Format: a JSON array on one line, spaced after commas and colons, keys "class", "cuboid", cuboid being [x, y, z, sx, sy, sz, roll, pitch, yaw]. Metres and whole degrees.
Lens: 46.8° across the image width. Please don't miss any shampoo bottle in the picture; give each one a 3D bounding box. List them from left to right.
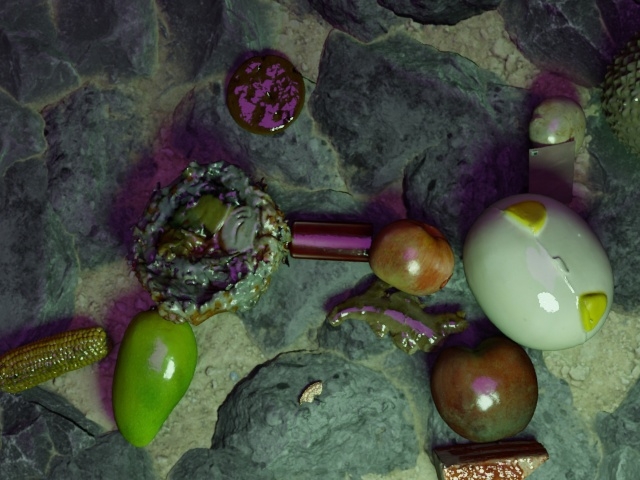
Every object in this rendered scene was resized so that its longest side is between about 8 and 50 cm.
[{"class": "shampoo bottle", "cuboid": [0.000, 0.000, 1.858, 0.261, 0.064, 0.102, 2, 85, 3]}]

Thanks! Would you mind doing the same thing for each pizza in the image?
[{"class": "pizza", "cuboid": [-0.023, 0.383, 1.854, 0.083, 0.016, 0.037, -43, 84, -5]}]

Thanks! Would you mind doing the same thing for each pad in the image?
[{"class": "pad", "cuboid": [0.564, -0.154, 1.807, 0.113, 0.187, 0.006, -11, 40, 1]}]

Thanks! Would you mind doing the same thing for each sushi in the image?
[{"class": "sushi", "cuboid": [-0.271, -0.007, 1.771, 0.418, 0.176, 0.417, -4, 70, 11]}]

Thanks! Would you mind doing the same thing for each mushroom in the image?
[{"class": "mushroom", "cuboid": [0.575, -0.274, 1.815, 0.127, 0.166, 0.166, 6, 85, 41]}]

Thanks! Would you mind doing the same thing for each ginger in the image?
[{"class": "ginger", "cuboid": [0.197, 0.186, 1.831, 0.333, 0.080, 0.166, 18, 72, 11]}]

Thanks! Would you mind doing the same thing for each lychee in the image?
[{"class": "lychee", "cuboid": [0.851, -0.358, 1.696, 0.381, 0.432, 0.380, 3, 48, -3]}]

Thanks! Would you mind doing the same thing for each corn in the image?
[{"class": "corn", "cuboid": [-0.677, 0.293, 1.849, 0.318, 0.115, 0.115, -21, 85, 1]}]

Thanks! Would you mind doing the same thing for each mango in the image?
[{"class": "mango", "cuboid": [-0.410, 0.333, 1.809, 0.193, 0.156, 0.342, 13, 90, 12]}]

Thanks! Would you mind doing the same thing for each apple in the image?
[{"class": "apple", "cuboid": [0.223, 0.038, 1.775, 0.210, 0.209, 0.164, 28, 102, 5]}]

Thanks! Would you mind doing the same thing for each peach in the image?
[{"class": "peach", "cuboid": [0.385, 0.349, 1.731, 0.253, 0.252, 0.252, 0, 85, 3]}]

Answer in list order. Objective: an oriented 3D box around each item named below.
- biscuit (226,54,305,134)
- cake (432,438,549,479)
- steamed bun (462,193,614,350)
[{"class": "biscuit", "cuboid": [-0.142, -0.376, 1.910, 0.212, 0.036, 0.212, 0, 86, 4]}, {"class": "cake", "cuboid": [0.409, 0.570, 1.748, 0.262, 0.158, 0.159, -6, 89, 1]}, {"class": "steamed bun", "cuboid": [0.497, 0.072, 1.699, 0.334, 0.334, 0.373, -35, 85, 0]}]
